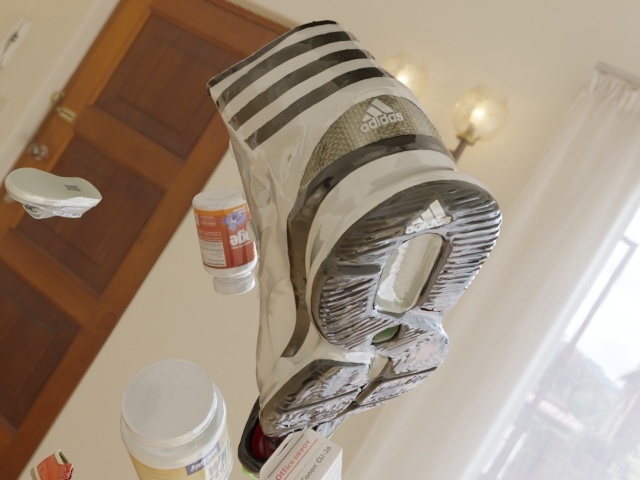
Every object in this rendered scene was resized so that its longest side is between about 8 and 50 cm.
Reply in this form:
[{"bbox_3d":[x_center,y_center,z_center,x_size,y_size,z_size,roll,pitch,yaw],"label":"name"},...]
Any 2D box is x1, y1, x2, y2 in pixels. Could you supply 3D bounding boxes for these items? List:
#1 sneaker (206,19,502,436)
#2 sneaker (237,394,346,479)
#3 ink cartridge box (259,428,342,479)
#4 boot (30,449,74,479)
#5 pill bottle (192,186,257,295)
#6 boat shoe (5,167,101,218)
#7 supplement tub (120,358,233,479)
[{"bbox_3d":[0.001,0.000,0.597,0.448,0.169,0.258,105,-32,-55],"label":"sneaker"},{"bbox_3d":[0.010,0.277,1.289,0.185,0.483,0.202,32,-5,16],"label":"sneaker"},{"bbox_3d":[-0.026,0.355,0.942,0.067,0.115,0.198,24,-42,25],"label":"ink cartridge box"},{"bbox_3d":[-0.580,0.542,1.456,0.158,0.084,0.059,46,-7,32],"label":"boot"},{"bbox_3d":[-0.199,0.002,1.407,0.121,0.216,0.121,-5,23,2],"label":"pill bottle"},{"bbox_3d":[-0.493,-0.073,1.193,0.079,0.081,0.227,48,12,12],"label":"boat shoe"},{"bbox_3d":[-0.319,0.434,1.469,0.228,0.228,0.316,31,-37,25],"label":"supplement tub"}]
